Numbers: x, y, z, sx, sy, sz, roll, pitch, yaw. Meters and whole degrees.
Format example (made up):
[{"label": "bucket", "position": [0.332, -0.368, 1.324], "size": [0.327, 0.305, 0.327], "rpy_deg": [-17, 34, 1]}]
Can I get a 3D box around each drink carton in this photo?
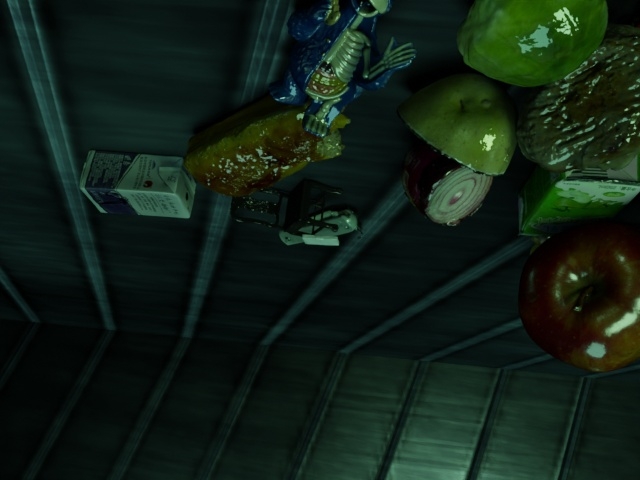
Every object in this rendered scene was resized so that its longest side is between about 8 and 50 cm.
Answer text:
[{"label": "drink carton", "position": [0.492, -0.098, 1.177], "size": [0.161, 0.108, 0.271], "rpy_deg": [4, 158, 4]}, {"label": "drink carton", "position": [-0.408, -0.124, 1.382], "size": [0.222, 0.102, 0.134], "rpy_deg": [5, 156, 4]}]

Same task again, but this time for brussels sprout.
[{"label": "brussels sprout", "position": [0.269, -0.272, 0.776], "size": [0.161, 0.144, 0.180], "rpy_deg": [-8, -175, -17]}]

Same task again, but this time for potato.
[{"label": "potato", "position": [0.239, -0.205, 0.971], "size": [0.202, 0.182, 0.117], "rpy_deg": [39, 127, 15]}]

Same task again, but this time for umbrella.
[{"label": "umbrella", "position": [0.089, -0.049, 1.536], "size": [0.022, 0.022, 0.149], "rpy_deg": [37, 164, 31]}]

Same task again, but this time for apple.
[{"label": "apple", "position": [0.539, 0.106, 1.175], "size": [0.288, 0.288, 0.317], "rpy_deg": [-11, 163, 37]}]

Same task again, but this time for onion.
[{"label": "onion", "position": [0.253, -0.141, 1.128], "size": [0.218, 0.140, 0.195], "rpy_deg": [-45, 137, 15]}]

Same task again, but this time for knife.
[{"label": "knife", "position": [-0.012, -0.035, 1.557], "size": [0.265, 0.041, 0.073], "rpy_deg": [-14, 134, 46]}]

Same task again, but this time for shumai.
[{"label": "shumai", "position": [0.410, -0.208, 0.886], "size": [0.184, 0.185, 0.218], "rpy_deg": [34, 126, 28]}]

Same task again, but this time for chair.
[{"label": "chair", "position": [-0.079, -0.080, 1.386], "size": [0.229, 0.106, 0.113], "rpy_deg": [14, 158, -20]}]

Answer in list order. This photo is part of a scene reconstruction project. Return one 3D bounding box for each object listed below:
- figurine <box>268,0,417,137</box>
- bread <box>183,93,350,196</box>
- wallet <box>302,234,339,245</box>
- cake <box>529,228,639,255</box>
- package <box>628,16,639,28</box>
[{"label": "figurine", "position": [0.029, -0.277, 0.881], "size": [0.164, 0.121, 0.262], "rpy_deg": [49, 137, -7]}, {"label": "bread", "position": [-0.089, -0.178, 1.152], "size": [0.380, 0.109, 0.185], "rpy_deg": [-16, 148, 41]}, {"label": "wallet", "position": [0.000, 0.000, 1.407], "size": [0.083, 0.011, 0.044], "rpy_deg": [4, 159, 9]}, {"label": "cake", "position": [0.635, 0.098, 1.456], "size": [0.286, 0.227, 0.222], "rpy_deg": [5, 159, 3]}, {"label": "package", "position": [0.505, -0.263, 0.830], "size": [0.194, 0.071, 0.269], "rpy_deg": [22, 161, 1]}]
